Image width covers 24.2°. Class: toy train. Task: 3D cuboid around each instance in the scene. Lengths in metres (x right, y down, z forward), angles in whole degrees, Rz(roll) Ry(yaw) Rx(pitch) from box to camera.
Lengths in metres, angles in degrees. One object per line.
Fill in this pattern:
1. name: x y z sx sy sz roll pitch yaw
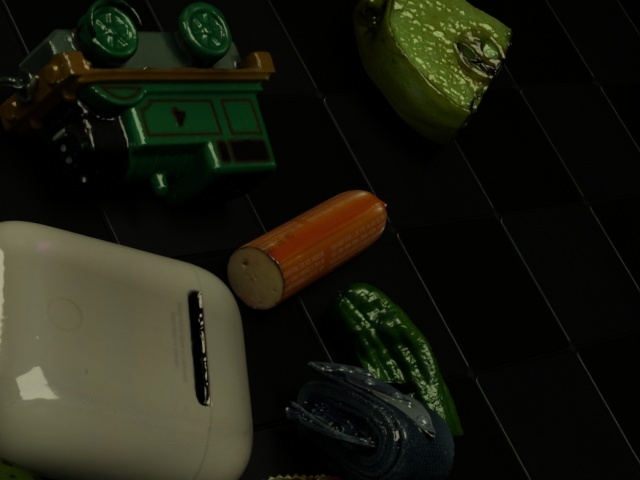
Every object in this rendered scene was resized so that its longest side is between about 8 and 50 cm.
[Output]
1. toy train: -0.223 -0.166 1.954 0.429 0.178 0.249 -7 73 -44

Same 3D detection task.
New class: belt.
1. belt: 0.052 0.235 1.836 0.128 0.122 0.218 10 8 -40

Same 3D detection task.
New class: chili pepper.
1. chili pepper: 0.104 0.166 2.011 0.099 0.083 0.253 -31 80 -11

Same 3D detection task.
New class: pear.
1. pear: 0.152 -0.291 2.395 0.255 0.164 0.238 34 51 -6

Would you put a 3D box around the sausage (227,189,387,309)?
1. sausage: 0.000 0.000 2.062 0.093 0.093 0.312 52 39 7

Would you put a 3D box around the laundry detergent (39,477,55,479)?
1. laundry detergent: -0.235 0.319 1.604 0.226 0.070 0.099 44 48 -1

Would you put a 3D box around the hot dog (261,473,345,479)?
1. hot dog: -0.010 0.387 1.734 0.163 0.082 0.270 20 47 -26

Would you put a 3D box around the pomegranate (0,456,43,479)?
1. pomegranate: -0.361 0.310 1.382 0.270 0.254 0.254 22 42 1

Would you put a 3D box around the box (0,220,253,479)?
1. box: -0.235 0.131 1.627 0.349 0.141 0.288 17 48 -33
